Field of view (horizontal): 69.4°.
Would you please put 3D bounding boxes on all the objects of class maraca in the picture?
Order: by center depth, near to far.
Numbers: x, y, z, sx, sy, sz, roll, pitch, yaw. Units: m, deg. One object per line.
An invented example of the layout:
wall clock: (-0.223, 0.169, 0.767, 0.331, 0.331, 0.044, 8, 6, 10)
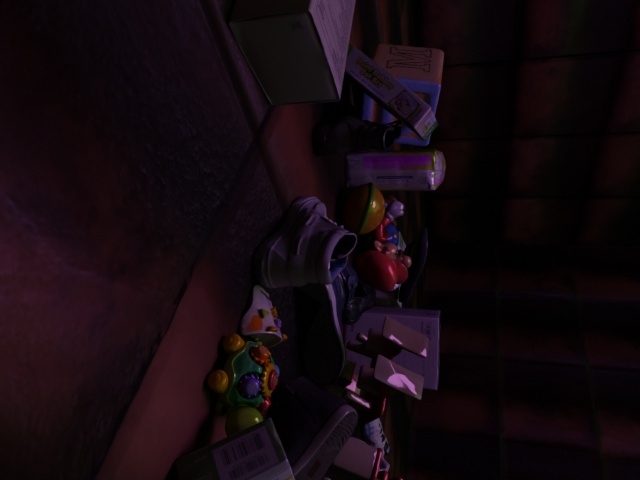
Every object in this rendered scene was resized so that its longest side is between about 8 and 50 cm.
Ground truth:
maraca: (0.097, -0.067, 1.106, 0.185, 0.099, 0.127, 118, -10, -70)

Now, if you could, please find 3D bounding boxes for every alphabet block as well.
alphabet block: (0.219, -0.395, 1.252, 0.192, 0.194, 0.197, 92, 11, -48)

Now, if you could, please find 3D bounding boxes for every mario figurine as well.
mario figurine: (0.205, 0.016, 1.312, 0.198, 0.170, 0.320, 44, 35, -27)

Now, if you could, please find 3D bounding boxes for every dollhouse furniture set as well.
dollhouse furniture set: (0.092, 0.303, 0.830, 0.262, 0.135, 0.259, -53, -167, 49)

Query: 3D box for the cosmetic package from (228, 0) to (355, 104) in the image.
cosmetic package: (-0.020, -0.369, 0.668, 0.160, 0.113, 0.309, 59, 37, -59)

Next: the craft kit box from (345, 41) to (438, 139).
craft kit box: (0.139, -0.323, 1.005, 0.061, 0.246, 0.250, -48, 172, 16)

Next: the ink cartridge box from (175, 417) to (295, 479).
ink cartridge box: (-0.077, 0.309, 0.528, 0.062, 0.109, 0.209, -131, -155, -52)

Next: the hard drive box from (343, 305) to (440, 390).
hard drive box: (0.179, 0.262, 1.157, 0.089, 0.232, 0.180, -12, 104, -73)

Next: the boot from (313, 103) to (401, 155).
boot: (0.093, -0.227, 0.957, 0.246, 0.161, 0.083, -60, 147, -57)

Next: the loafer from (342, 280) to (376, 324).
loafer: (0.090, 0.133, 1.120, 0.223, 0.076, 0.078, -29, 126, -66)

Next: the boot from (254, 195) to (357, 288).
boot: (0.000, 0.000, 0.741, 0.258, 0.124, 0.095, -60, 147, -57)

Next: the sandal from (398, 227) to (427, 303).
sandal: (0.259, 0.079, 1.343, 0.097, 0.055, 0.254, -74, 177, -60)

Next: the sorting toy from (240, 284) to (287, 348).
sorting toy: (-0.080, 0.104, 0.654, 0.083, 0.045, 0.075, 58, 18, -61)

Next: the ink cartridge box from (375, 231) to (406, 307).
ink cartridge box: (0.220, 0.097, 1.505, 0.160, 0.093, 0.219, 49, 47, -64)

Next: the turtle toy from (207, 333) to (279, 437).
turtle toy: (-0.089, 0.182, 0.566, 0.095, 0.066, 0.130, 72, 26, -46)

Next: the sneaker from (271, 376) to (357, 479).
sneaker: (-0.055, 0.314, 0.688, 0.222, 0.118, 0.083, -41, 133, -27)

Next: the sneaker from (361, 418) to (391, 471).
sneaker: (0.172, 0.605, 1.416, 0.085, 0.086, 0.237, -45, 132, -63)

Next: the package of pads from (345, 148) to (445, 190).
package of pads: (0.211, -0.190, 1.229, 0.296, 0.229, 0.101, -31, 121, -70)

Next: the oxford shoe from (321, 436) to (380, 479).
oxford shoe: (0.046, 0.618, 0.918, 0.130, 0.169, 0.448, 119, -25, -80)

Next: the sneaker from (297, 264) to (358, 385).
sneaker: (0.023, 0.148, 0.894, 0.163, 0.086, 0.226, -39, 128, -66)
